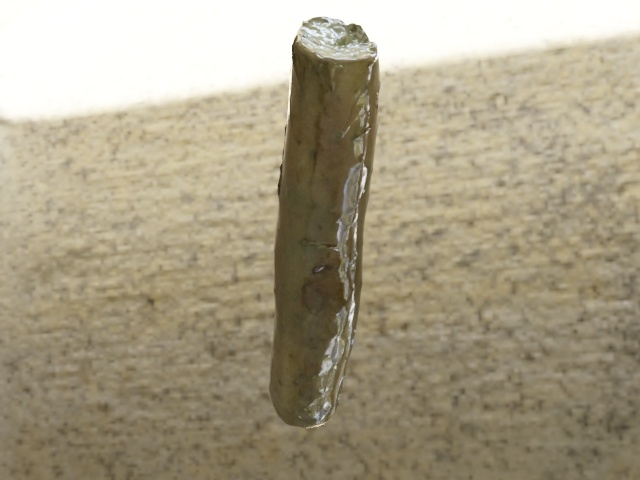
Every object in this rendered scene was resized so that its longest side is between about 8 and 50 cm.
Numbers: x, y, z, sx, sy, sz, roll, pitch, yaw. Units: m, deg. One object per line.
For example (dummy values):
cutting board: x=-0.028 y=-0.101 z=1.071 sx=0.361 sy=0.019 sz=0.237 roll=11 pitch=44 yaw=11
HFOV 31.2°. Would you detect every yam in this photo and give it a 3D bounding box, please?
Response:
yam: x=0.000 y=0.000 z=0.805 sx=0.071 sy=0.067 sz=0.317 roll=-42 pitch=146 yaw=-48
